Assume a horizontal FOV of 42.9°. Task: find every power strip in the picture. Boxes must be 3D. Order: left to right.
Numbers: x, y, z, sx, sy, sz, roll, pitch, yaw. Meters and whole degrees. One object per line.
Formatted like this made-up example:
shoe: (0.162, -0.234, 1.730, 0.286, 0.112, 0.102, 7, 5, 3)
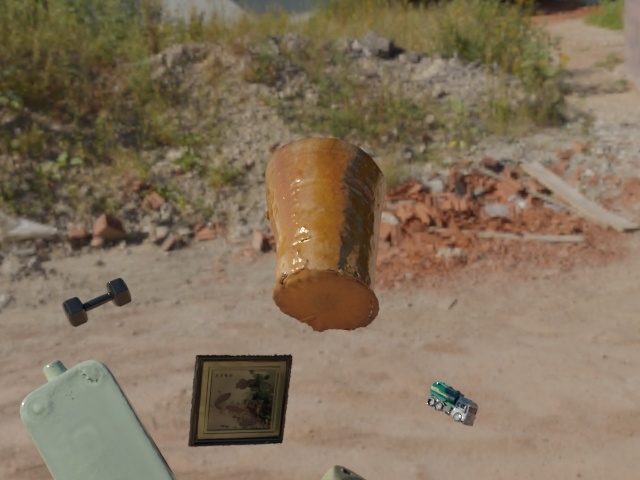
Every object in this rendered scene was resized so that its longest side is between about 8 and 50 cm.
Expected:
power strip: (-0.149, 0.268, 0.725, 0.091, 0.385, 0.062, -32, -16, -12)

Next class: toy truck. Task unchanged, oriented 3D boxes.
toy truck: (0.202, 0.249, 1.243, 0.039, 0.044, 0.083, 28, -3, -43)

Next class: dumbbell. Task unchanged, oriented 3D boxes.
dumbbell: (-0.281, 0.078, 1.025, 0.083, 0.036, 0.040, -25, 64, -23)

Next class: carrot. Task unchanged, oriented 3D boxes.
carrot: (0.000, 0.000, 1.181, 0.196, 0.196, 0.254, -3, 49, 9)

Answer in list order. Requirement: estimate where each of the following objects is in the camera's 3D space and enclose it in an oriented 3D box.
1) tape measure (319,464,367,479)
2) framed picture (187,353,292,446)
tape measure: (0.106, 0.543, 1.465, 0.271, 0.133, 0.231, 37, 12, -7)
framed picture: (-0.158, 0.315, 1.610, 0.195, 0.199, 0.010, 2, 14, -17)
